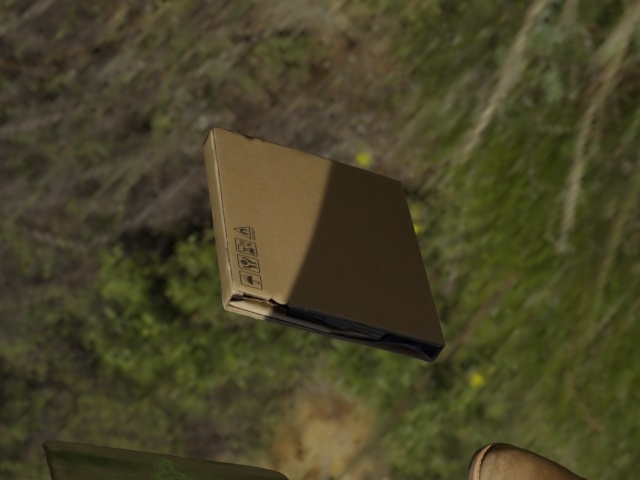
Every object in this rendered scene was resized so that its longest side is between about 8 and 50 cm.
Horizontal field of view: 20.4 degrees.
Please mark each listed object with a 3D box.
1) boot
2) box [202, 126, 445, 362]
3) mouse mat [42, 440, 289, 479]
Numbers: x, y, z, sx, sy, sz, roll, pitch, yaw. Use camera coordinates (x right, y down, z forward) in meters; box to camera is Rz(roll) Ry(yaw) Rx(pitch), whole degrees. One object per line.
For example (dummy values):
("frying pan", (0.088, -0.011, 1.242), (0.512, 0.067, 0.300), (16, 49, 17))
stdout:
("boot", (0.287, 0.287, 1.778), (0.305, 0.112, 0.115), (34, 148, -13))
("box", (0.000, 0.000, 1.300), (0.164, 0.201, 0.021), (16, 123, -19))
("mouse mat", (-0.079, 0.144, 1.019), (0.152, 0.007, 0.189), (9, -175, -13))
